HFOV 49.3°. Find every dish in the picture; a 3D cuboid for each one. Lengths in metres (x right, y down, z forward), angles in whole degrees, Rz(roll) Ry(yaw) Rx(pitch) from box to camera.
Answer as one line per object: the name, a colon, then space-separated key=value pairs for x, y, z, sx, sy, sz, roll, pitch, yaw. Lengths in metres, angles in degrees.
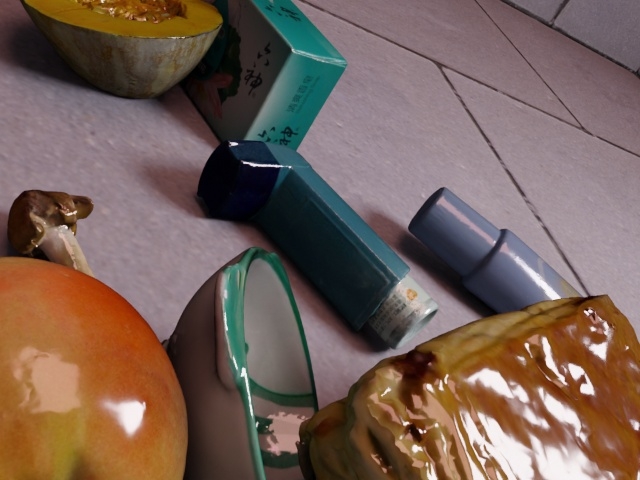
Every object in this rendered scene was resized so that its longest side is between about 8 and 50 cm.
dish: x=-0.053 y=0.120 z=0.443 sx=0.078 sy=0.224 sz=0.246 roll=-12 pitch=53 yaw=7

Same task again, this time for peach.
peach: x=-0.158 y=0.093 z=0.339 sx=0.184 sy=0.184 sz=0.184 roll=24 pitch=33 yaw=-17

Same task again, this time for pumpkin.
pumpkin: x=-0.220 y=-0.224 z=0.767 sx=0.217 sy=0.110 sz=0.217 roll=10 pitch=38 yaw=-8

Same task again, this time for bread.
bread: x=0.149 y=0.192 z=0.487 sx=0.324 sy=0.167 sz=0.278 roll=-15 pitch=69 yaw=-45

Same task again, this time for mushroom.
mushroom: x=-0.179 y=0.034 z=0.506 sx=0.060 sy=0.061 sz=0.187 roll=2 pitch=48 yaw=-49

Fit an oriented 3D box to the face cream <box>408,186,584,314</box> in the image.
face cream: x=0.273 y=0.081 z=0.837 sx=0.385 sy=0.086 sz=0.135 roll=39 pitch=32 yaw=-1

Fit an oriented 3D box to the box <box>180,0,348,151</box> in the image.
box: x=-0.095 y=-0.230 z=0.842 sx=0.092 sy=0.153 sz=0.245 roll=-2 pitch=46 yaw=-45

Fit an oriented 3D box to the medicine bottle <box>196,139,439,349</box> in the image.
medicine bottle: x=0.000 y=0.000 z=0.692 sx=0.258 sy=0.079 sz=0.124 roll=45 pitch=30 yaw=16
